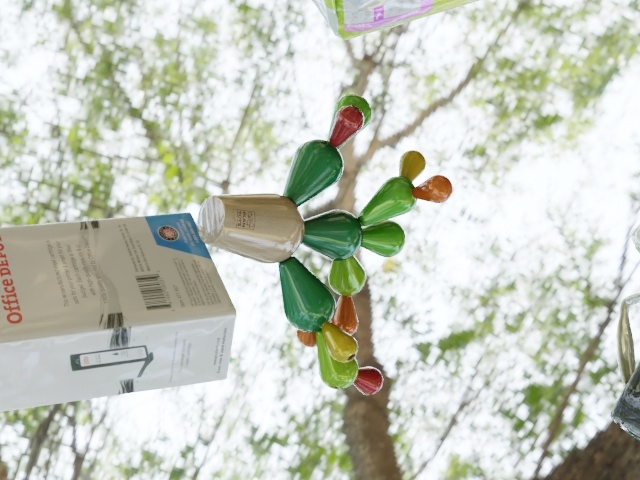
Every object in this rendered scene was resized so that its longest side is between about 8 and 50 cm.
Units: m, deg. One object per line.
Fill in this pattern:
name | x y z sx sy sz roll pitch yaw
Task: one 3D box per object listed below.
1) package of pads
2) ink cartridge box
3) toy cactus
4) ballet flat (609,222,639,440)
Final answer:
package of pads | 0.114 -0.399 1.703 0.296 0.101 0.229 -19 -134 -12
ink cartridge box | -0.192 0.057 1.077 0.203 0.086 0.148 -6 -140 -21
toy cactus | 0.000 0.000 0.888 0.180 0.219 0.112 7 -176 -40
ballet flat | 0.295 0.032 1.023 0.096 0.280 0.095 7 161 38
